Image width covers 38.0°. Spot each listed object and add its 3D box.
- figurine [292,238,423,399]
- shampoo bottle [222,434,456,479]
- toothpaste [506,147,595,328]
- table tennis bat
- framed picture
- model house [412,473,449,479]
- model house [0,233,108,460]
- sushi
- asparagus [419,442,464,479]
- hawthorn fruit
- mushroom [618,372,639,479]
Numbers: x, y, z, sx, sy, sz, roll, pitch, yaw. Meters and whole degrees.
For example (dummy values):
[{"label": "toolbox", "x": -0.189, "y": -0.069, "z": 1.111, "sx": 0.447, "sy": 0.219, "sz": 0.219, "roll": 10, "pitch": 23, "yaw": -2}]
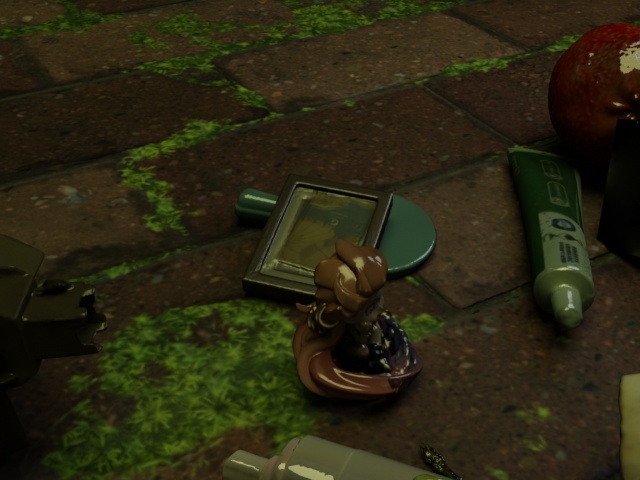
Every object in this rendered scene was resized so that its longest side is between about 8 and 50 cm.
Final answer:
[{"label": "figurine", "x": 0.023, "y": 0.075, "z": 0.866, "sx": 0.114, "sy": 0.157, "sz": 0.126, "roll": -2, "pitch": 33, "yaw": 35}, {"label": "shampoo bottle", "x": 0.067, "y": 0.215, "z": 0.695, "sx": 0.303, "sy": 0.092, "sz": 0.092, "roll": 15, "pitch": 36, "yaw": 18}, {"label": "toothpaste", "x": 0.269, "y": -0.017, "z": 1.077, "sx": 0.098, "sy": 0.061, "sz": 0.392, "roll": 12, "pitch": 31, "yaw": 2}, {"label": "table tennis bat", "x": 0.015, "y": -0.020, "z": 1.090, "sx": 0.244, "sy": 0.040, "sz": 0.153, "roll": 13, "pitch": 41, "yaw": 13}, {"label": "framed picture", "x": 0.000, "y": 0.000, "z": 1.031, "sx": 0.127, "sy": 0.023, "sz": 0.169, "roll": 12, "pitch": 50, "yaw": 12}, {"label": "model house", "x": 0.064, "y": 0.252, "z": 0.537, "sx": 0.194, "sy": 0.214, "sz": 0.189, "roll": 5, "pitch": 33, "yaw": 10}, {"label": "model house", "x": -0.290, "y": 0.095, "z": 0.751, "sx": 0.243, "sy": 0.205, "sz": 0.211, "roll": -7, "pitch": 33, "yaw": 5}, {"label": "sushi", "x": 0.442, "y": -0.048, "z": 1.058, "sx": 0.150, "sy": 0.153, "sz": 0.172, "roll": 5, "pitch": 7, "yaw": -28}, {"label": "asparagus", "x": 0.132, "y": 0.220, "z": 0.761, "sx": 0.016, "sy": 0.013, "sz": 0.166, "roll": -2, "pitch": 31, "yaw": -35}, {"label": "hawthorn fruit", "x": 0.398, "y": -0.190, "z": 1.223, "sx": 0.205, "sy": 0.205, "sz": 0.253, "roll": 3, "pitch": 20, "yaw": 3}, {"label": "mushroom", "x": 0.384, "y": 0.134, "z": 0.622, "sx": 0.352, "sy": 0.353, "sz": 0.325, "roll": 10, "pitch": -4, "yaw": 13}]
